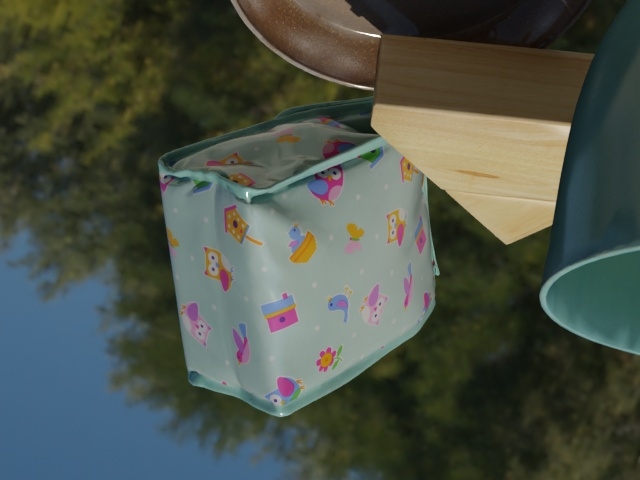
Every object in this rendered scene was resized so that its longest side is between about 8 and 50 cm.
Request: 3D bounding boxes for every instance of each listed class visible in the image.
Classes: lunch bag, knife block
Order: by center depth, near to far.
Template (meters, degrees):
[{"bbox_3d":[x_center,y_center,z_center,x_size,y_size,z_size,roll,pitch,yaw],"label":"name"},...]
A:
[{"bbox_3d":[0.210,-0.105,1.404,0.275,0.242,0.088,39,-140,-32],"label":"knife block"},{"bbox_3d":[0.000,0.000,1.520,0.160,0.223,0.262,14,-150,44],"label":"lunch bag"}]

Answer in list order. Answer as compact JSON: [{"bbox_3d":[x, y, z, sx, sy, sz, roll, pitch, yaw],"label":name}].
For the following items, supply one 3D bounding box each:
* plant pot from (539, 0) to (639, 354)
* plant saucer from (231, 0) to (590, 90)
[{"bbox_3d":[0.302,-0.062,1.160,0.293,0.235,0.293,5,162,2],"label":"plant pot"},{"bbox_3d":[0.074,-0.243,1.364,0.310,0.310,0.050,18,-133,-23],"label":"plant saucer"}]
